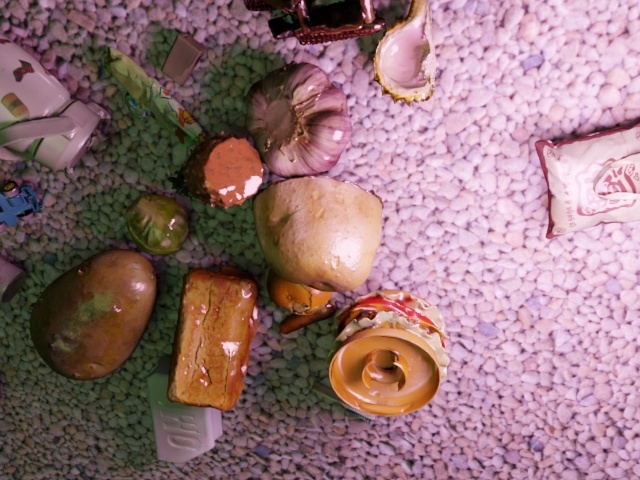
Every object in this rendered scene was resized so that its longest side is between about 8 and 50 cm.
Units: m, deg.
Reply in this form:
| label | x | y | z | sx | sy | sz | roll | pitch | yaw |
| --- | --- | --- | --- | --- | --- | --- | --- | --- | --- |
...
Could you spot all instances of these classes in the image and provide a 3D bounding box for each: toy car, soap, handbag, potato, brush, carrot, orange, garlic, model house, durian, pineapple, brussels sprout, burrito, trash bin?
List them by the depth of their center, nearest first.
| label | x | y | z | sx | sy | sz | roll | pitch | yaw |
| --- | --- | --- | --- | --- | --- | --- | --- | --- | --- |
| model house | -0.044 | -0.449 | 1.256 | 0.317 | 0.297 | 0.282 | -7 | 155 | 10 |
| handbag | 0.546 | -0.116 | 1.325 | 0.235 | 0.127 | 0.212 | -10 | 109 | 15 |
| durian | 0.178 | -0.377 | 1.328 | 0.140 | 0.078 | 0.224 | 15 | 106 | 20 |
| garlic | -0.037 | -0.240 | 1.393 | 0.245 | 0.160 | 0.244 | 3 | 95 | 35 |
| potato | 0.000 | 0.000 | 1.412 | 0.286 | 0.242 | 0.242 | 12 | 119 | -23 |
| trash bin | -0.294 | -0.387 | 1.448 | 0.061 | 0.043 | 0.092 | 37 | 119 | -5 |
| pineapple | -0.234 | -0.138 | 1.454 | 0.157 | 0.158 | 0.279 | 59 | 155 | -15 |
| burrito | -0.377 | -0.300 | 1.500 | 0.104 | 0.054 | 0.288 | -39 | 102 | 26 |
| orange | -0.044 | 0.097 | 1.551 | 0.157 | 0.134 | 0.156 | 20 | 135 | 22 |
| brussels sprout | -0.379 | -0.036 | 1.579 | 0.155 | 0.117 | 0.155 | 4 | 123 | 6 |
| carrot | -0.030 | 0.180 | 1.632 | 0.161 | 0.055 | 0.055 | -28 | 105 | 29 |
| potato | -0.548 | 0.165 | 1.656 | 0.270 | 0.219 | 0.359 | 30 | 110 | -12 |
| toy car | -0.777 | -0.104 | 1.667 | 0.162 | 0.098 | 0.126 | -21 | 139 | -8 |
| brush | 0.057 | 0.410 | 1.722 | 0.179 | 0.033 | 0.030 | 26 | 131 | 1 |
| soap | -0.357 | 0.452 | 1.799 | 0.173 | 0.095 | 0.289 | 5 | 114 | 11 |

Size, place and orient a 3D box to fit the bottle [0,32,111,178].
| label | x | y | z | sx | sy | sz | roll | pitch | yaw |
| --- | --- | --- | --- | --- | --- | --- | --- | --- | --- |
| bottle | -0.643 | -0.275 | 1.489 | 0.352 | 0.229 | 0.229 | 37 | 116 | -13 |

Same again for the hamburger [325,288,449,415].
| label | x | y | z | sx | sy | sz | roll | pitch | yaw |
| --- | --- | --- | --- | --- | --- | --- | --- | --- | --- |
| hamburger | 0.153 | 0.235 | 1.521 | 0.275 | 0.212 | 0.274 | 5 | 122 | 8 |

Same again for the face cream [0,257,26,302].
| label | x | y | z | sx | sy | sz | roll | pitch | yaw |
| --- | --- | --- | --- | --- | --- | --- | --- | --- | --- |
| face cream | -0.880 | 0.067 | 1.750 | 0.214 | 0.096 | 0.095 | 30 | 116 | -1 |

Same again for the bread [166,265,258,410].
| label | x | y | z | sx | sy | sz | roll | pitch | yaw |
| --- | --- | --- | --- | --- | --- | --- | --- | --- | --- |
| bread | -0.254 | 0.231 | 1.613 | 0.195 | 0.149 | 0.343 | 11 | 93 | -7 |
